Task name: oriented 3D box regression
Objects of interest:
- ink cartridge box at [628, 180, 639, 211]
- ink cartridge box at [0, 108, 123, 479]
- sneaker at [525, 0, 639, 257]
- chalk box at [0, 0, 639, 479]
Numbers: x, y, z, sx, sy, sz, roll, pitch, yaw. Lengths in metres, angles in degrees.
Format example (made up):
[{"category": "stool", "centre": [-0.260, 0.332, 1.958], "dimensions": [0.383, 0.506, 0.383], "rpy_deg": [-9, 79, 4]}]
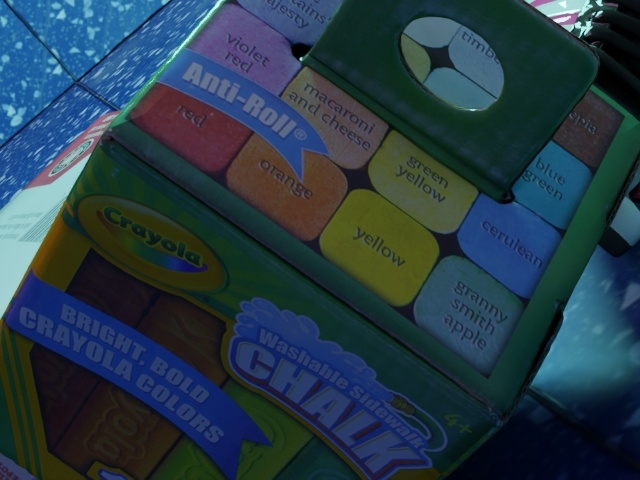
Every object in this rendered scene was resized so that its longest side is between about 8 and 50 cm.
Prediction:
[{"category": "ink cartridge box", "centre": [0.226, -0.048, 0.652], "dimensions": [0.175, 0.072, 0.127], "rpy_deg": [-44, 16, -11]}, {"category": "ink cartridge box", "centre": [-0.174, 0.097, 0.990], "dimensions": [0.385, 0.160, 0.279], "rpy_deg": [-45, 17, -17]}, {"category": "sneaker", "centre": [0.175, -0.111, 0.857], "dimensions": [0.178, 0.124, 0.295], "rpy_deg": [-45, 13, 19]}, {"category": "chalk box", "centre": [0.000, 0.000, 0.688], "dimensions": [0.179, 0.180, 0.289], "rpy_deg": [-56, 1, -41]}]
